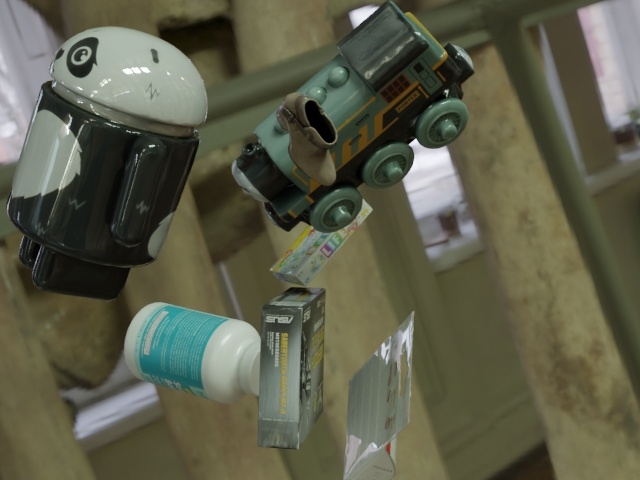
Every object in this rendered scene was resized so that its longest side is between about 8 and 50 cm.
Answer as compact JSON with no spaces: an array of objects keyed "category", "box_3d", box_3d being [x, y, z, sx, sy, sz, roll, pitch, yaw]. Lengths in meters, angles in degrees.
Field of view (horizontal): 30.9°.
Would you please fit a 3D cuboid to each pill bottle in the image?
[{"category":"pill bottle","box_3d":[-0.203,0.200,2.022,0.264,0.146,0.146,10,23,32]}]

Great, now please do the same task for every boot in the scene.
[{"category":"boot","box_3d":[-0.005,-0.107,1.247,0.042,0.118,0.087,-44,19,-17]}]

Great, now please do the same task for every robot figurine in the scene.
[{"category":"robot figurine","box_3d":[-0.224,-0.081,1.190,0.209,0.278,0.173,25,15,17]}]

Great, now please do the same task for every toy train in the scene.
[{"category":"toy train","box_3d":[0.039,-0.149,1.464,0.334,0.142,0.190,-39,-38,9]}]

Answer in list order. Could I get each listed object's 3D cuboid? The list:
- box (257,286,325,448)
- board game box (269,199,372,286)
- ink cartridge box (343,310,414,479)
[{"category":"box","box_3d":[-0.035,0.164,1.556,0.056,0.183,0.231,1,3,8]},{"category":"board game box","box_3d":[0.000,0.000,1.719,0.154,0.026,0.103,-49,20,-15]},{"category":"ink cartridge box","box_3d":[0.099,0.230,1.616,0.056,0.181,0.225,18,-38,-16]}]
